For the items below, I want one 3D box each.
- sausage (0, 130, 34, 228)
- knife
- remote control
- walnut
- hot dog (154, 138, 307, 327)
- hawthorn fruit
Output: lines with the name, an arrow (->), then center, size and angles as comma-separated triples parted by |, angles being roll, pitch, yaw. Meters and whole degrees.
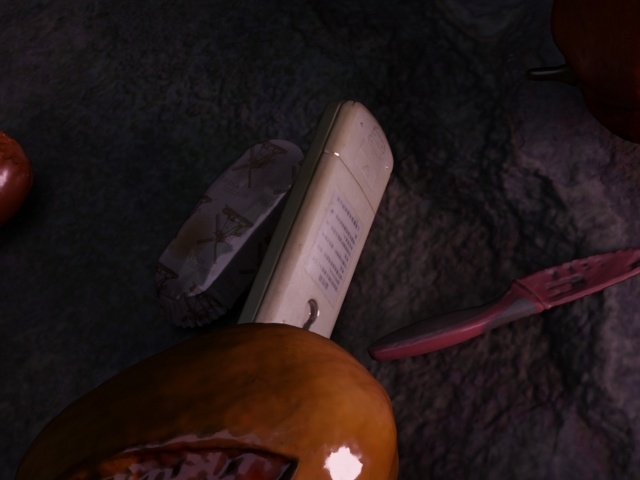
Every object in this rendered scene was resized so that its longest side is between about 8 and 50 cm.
sausage -> -0.410, 0.015, 1.142 | 0.330, 0.102, 0.102 | -37, 52, -6
knife -> 0.153, 0.046, 0.949 | 0.247, 0.018, 0.035 | -20, 49, 5
remote control -> 0.000, 0.000, 0.989 | 0.038, 0.098, 0.233 | 3, 58, 31
walnut -> -0.086, 0.175, 0.849 | 0.298, 0.203, 0.203 | -25, 51, 8
hot dog -> -0.073, -0.006, 1.053 | 0.099, 0.053, 0.192 | 23, 71, 34
hawthorn fruit -> 0.282, -0.173, 0.937 | 0.261, 0.224, 0.224 | -31, 48, 26
